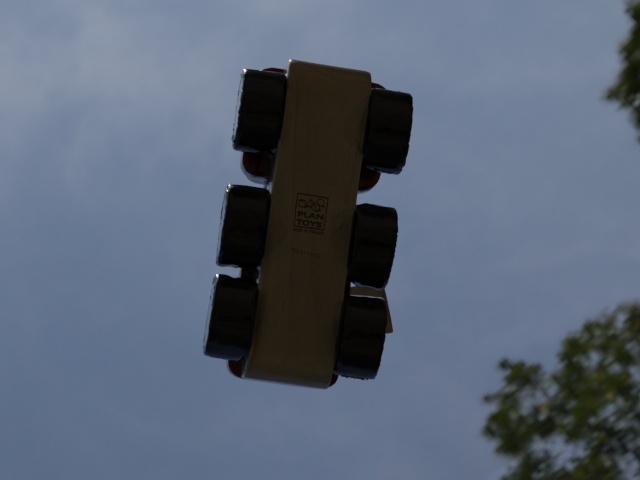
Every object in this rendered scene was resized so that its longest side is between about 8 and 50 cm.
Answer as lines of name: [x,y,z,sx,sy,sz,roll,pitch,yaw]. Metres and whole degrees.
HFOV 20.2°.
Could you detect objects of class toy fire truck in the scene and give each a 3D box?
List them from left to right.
toy fire truck: [0.000,0.000,1.298,0.158,0.246,0.217,8,-96,-7]
